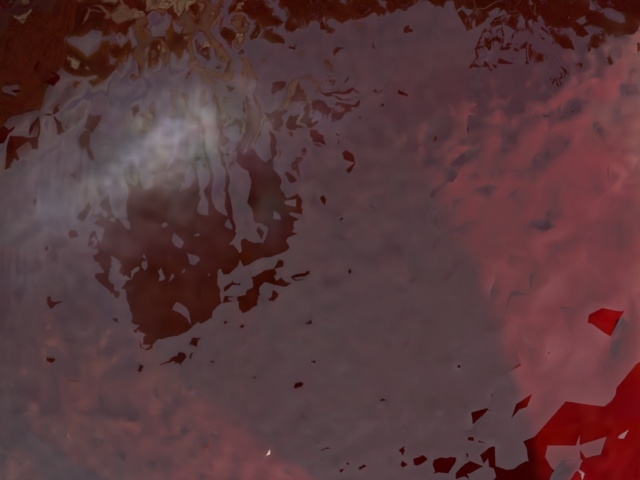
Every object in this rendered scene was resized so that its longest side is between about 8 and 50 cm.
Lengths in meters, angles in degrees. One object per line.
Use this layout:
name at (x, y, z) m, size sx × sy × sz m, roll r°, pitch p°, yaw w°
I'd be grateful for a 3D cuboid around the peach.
peach at (0.000, 0.000, 0.641) m, size 0.353 × 0.339 × 0.416 m, roll 45°, pitch 96°, yaw -6°
